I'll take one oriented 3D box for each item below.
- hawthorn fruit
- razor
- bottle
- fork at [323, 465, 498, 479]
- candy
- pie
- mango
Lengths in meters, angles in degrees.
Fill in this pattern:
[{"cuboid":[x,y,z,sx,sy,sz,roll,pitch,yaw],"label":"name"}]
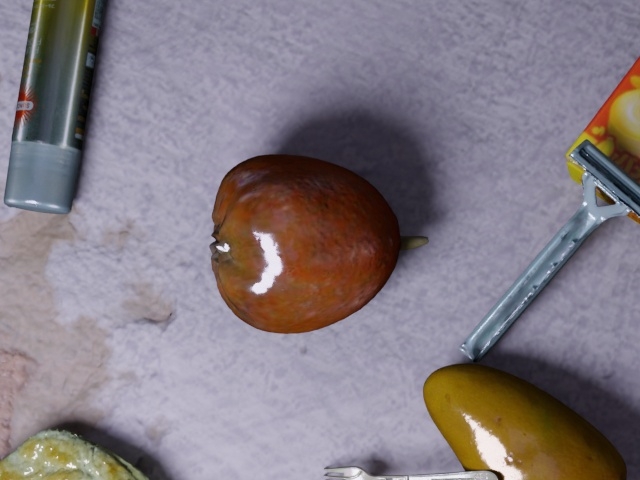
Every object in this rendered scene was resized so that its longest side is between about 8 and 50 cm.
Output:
[{"cuboid":[0.000,0.000,1.731,0.251,0.199,0.199,-4,85,-18],"label":"hawthorn fruit"},{"cuboid":[0.250,0.027,1.742,0.111,0.056,0.278,43,113,13],"label":"razor"},{"cuboid":[-0.304,-0.174,1.798,0.082,0.082,0.286,7,86,3],"label":"bottle"},{"cuboid":[0.094,0.266,1.726,0.219,0.028,0.034,-3,82,29],"label":"fork"},{"cuboid":[0.412,-0.150,1.757,0.146,0.088,0.276,35,87,19],"label":"candy"},{"cuboid":[-0.294,0.358,1.746,0.257,0.105,0.274,25,86,13],"label":"pie"},{"cuboid":[0.219,0.230,1.731,0.253,0.113,0.138,35,90,8],"label":"mango"}]
